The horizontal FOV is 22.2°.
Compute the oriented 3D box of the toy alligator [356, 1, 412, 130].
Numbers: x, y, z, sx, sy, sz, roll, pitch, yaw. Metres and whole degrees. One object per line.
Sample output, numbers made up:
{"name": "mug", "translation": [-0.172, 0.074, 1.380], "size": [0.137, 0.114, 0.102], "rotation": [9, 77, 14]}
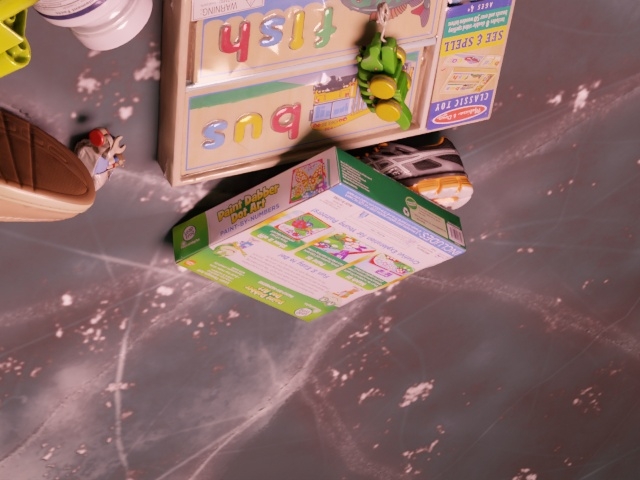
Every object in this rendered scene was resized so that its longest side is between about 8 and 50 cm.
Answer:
{"name": "toy alligator", "translation": [0.061, -0.187, 1.754], "size": [0.051, 0.056, 0.189], "rotation": [6, 144, 18]}

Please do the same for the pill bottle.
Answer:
{"name": "pill bottle", "translation": [-0.235, -0.264, 1.513], "size": [0.112, 0.112, 0.186], "rotation": [-34, 141, 3]}

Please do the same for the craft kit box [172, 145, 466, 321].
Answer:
{"name": "craft kit box", "translation": [0.000, 0.000, 1.913], "size": [0.247, 0.061, 0.250], "rotation": [-27, 146, 29]}

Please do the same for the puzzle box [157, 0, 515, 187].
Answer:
{"name": "puzzle box", "translation": [0.021, -0.210, 1.783], "size": [0.409, 0.052, 0.272], "rotation": [-14, 138, -21]}

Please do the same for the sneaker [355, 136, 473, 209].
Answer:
{"name": "sneaker", "translation": [0.070, -0.074, 1.937], "size": [0.215, 0.083, 0.084], "rotation": [-4, 156, -10]}

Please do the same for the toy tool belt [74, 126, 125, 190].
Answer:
{"name": "toy tool belt", "translation": [-0.234, -0.094, 1.747], "size": [0.051, 0.052, 0.083], "rotation": [-36, 158, -49]}

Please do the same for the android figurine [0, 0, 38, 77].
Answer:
{"name": "android figurine", "translation": [-0.381, -0.206, 1.456], "size": [0.273, 0.056, 0.248], "rotation": [-23, 140, 29]}

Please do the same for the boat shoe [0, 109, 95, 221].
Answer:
{"name": "boat shoe", "translation": [-0.392, -0.070, 1.618], "size": [0.341, 0.121, 0.110], "rotation": [14, 128, -29]}
